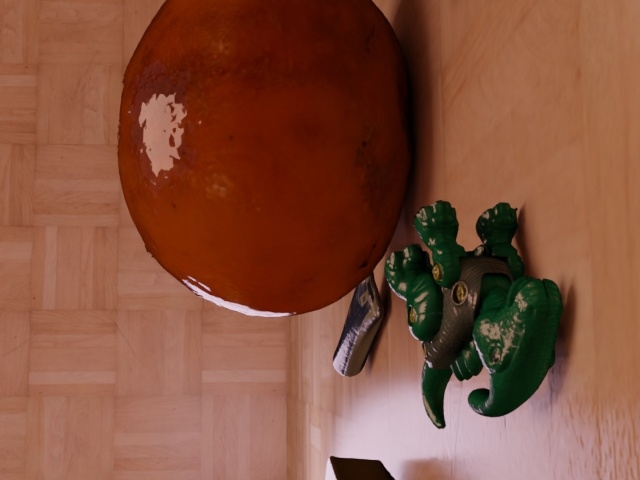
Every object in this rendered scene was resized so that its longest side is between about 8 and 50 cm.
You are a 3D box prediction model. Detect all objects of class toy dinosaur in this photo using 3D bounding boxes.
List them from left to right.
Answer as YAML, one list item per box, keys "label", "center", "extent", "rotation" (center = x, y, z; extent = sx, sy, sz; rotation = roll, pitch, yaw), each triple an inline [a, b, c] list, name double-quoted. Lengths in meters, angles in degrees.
- label: "toy dinosaur"
  center: [0.068, 0.041, 0.431]
  extent: [0.132, 0.059, 0.096]
  rotation: [108, 158, -48]

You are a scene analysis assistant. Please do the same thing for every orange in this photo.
- label: "orange"
  center: [-0.043, -0.079, 0.759]
  extent: [0.284, 0.226, 0.283]
  rotation: [3, -90, -88]

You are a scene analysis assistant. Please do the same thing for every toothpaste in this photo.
- label: "toothpaste"
  center: [0.037, 0.087, 0.913]
  extent: [0.197, 0.035, 0.057]
  rotation: [103, 158, -58]

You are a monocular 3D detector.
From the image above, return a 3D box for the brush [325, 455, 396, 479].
- label: "brush"
  center: [0.036, 0.283, 0.771]
  extent: [0.123, 0.059, 0.197]
  rotation: [-135, 44, -79]

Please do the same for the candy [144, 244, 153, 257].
- label: "candy"
  center: [-0.092, -0.017, 1.166]
  extent: [0.260, 0.260, 0.118]
  rotation: [156, 119, -85]
